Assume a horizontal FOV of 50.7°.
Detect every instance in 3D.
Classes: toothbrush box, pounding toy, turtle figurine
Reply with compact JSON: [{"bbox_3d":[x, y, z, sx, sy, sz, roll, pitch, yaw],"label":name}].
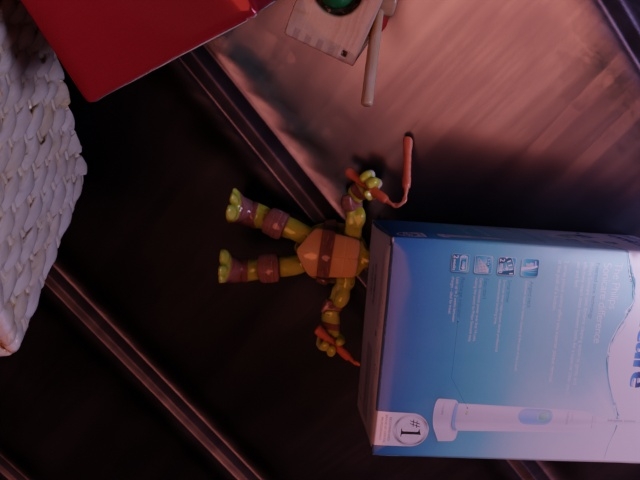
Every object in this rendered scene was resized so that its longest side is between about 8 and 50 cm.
[{"bbox_3d":[0.196,0.098,0.690,0.295,0.126,0.216,3,100,-4],"label":"toothbrush box"},{"bbox_3d":[0.035,-0.218,0.619,0.100,0.141,0.130,25,120,-1],"label":"pounding toy"},{"bbox_3d":[0.000,0.000,0.775,0.217,0.087,0.270,10,103,-1],"label":"turtle figurine"}]

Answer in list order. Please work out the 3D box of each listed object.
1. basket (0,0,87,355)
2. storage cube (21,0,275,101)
[{"bbox_3d":[-0.412,-0.095,0.635,0.266,0.331,0.328,-1,128,-2],"label":"basket"},{"bbox_3d":[-0.157,-0.269,0.613,0.215,0.184,0.193,-21,112,21],"label":"storage cube"}]
